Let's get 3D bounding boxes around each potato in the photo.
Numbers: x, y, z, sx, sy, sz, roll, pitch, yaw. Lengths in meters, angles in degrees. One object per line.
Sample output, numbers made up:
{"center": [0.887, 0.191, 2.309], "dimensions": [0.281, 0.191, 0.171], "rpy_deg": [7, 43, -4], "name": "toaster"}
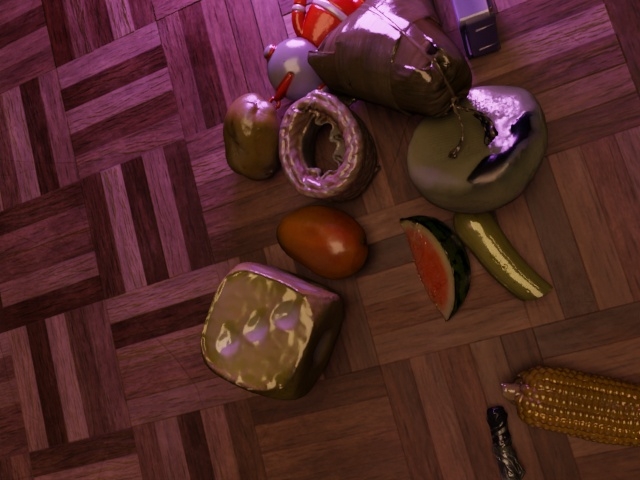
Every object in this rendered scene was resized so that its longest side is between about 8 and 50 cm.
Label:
{"center": [-0.154, -0.234, 1.331], "dimensions": [0.154, 0.200, 0.137], "rpy_deg": [25, 49, 6], "name": "potato"}

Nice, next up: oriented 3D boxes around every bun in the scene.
{"center": [0.320, -0.164, 1.162], "dimensions": [0.283, 0.179, 0.283], "rpy_deg": [-19, 51, 25], "name": "bun"}

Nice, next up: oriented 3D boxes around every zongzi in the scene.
{"center": [0.231, -0.411, 1.154], "dimensions": [0.447, 0.181, 0.418], "rpy_deg": [32, 82, 42], "name": "zongzi"}

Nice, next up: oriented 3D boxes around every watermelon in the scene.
{"center": [0.250, 0.045, 1.240], "dimensions": [0.119, 0.063, 0.245], "rpy_deg": [-35, 76, 45], "name": "watermelon"}

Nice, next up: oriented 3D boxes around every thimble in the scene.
{"center": [0.015, -0.199, 1.287], "dimensions": [0.196, 0.148, 0.229], "rpy_deg": [-31, 77, 17], "name": "thimble"}

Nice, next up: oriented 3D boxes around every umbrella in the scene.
{"center": [0.376, 0.433, 1.176], "dimensions": [0.050, 0.046, 0.188], "rpy_deg": [-20, 78, 55], "name": "umbrella"}

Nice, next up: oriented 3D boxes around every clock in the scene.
{"center": [0.311, -0.472, 1.185], "dimensions": [0.073, 0.193, 0.145], "rpy_deg": [-15, 81, 18], "name": "clock"}

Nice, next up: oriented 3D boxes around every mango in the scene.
{"center": [0.004, -0.004, 1.289], "dimensions": [0.221, 0.120, 0.152], "rpy_deg": [31, 97, 25], "name": "mango"}

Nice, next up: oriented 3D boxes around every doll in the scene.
{"center": [-0.015, -0.440, 1.333], "dimensions": [0.199, 0.105, 0.336], "rpy_deg": [34, 91, -6], "name": "doll"}

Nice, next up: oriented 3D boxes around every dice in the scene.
{"center": [-0.098, 0.190, 1.251], "dimensions": [0.233, 0.227, 0.238], "rpy_deg": [21, 92, 18], "name": "dice"}

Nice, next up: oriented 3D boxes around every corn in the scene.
{"center": [0.521, 0.316, 1.098], "dimensions": [0.347, 0.130, 0.130], "rpy_deg": [7, 88, 18], "name": "corn"}

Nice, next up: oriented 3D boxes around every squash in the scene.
{"center": [0.365, 0.025, 1.193], "dimensions": [0.083, 0.083, 0.250], "rpy_deg": [-40, 77, 11], "name": "squash"}
